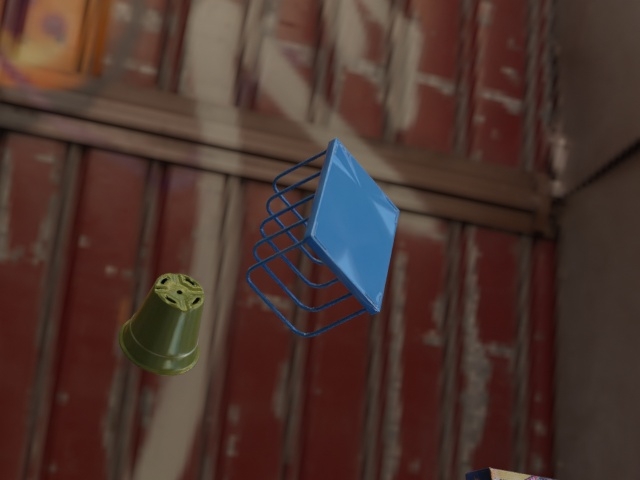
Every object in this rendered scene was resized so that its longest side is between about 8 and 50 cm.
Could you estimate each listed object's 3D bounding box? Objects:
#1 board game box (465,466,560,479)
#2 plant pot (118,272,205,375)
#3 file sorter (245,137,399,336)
[{"bbox_3d":[0.288,0.404,2.283,0.042,0.243,0.165,-19,-113,33],"label":"board game box"},{"bbox_3d":[-0.149,0.076,1.643,0.083,0.083,0.079,-100,-155,-48],"label":"plant pot"},{"bbox_3d":[0.000,0.000,1.787,0.104,0.118,0.170,-26,-150,29],"label":"file sorter"}]
